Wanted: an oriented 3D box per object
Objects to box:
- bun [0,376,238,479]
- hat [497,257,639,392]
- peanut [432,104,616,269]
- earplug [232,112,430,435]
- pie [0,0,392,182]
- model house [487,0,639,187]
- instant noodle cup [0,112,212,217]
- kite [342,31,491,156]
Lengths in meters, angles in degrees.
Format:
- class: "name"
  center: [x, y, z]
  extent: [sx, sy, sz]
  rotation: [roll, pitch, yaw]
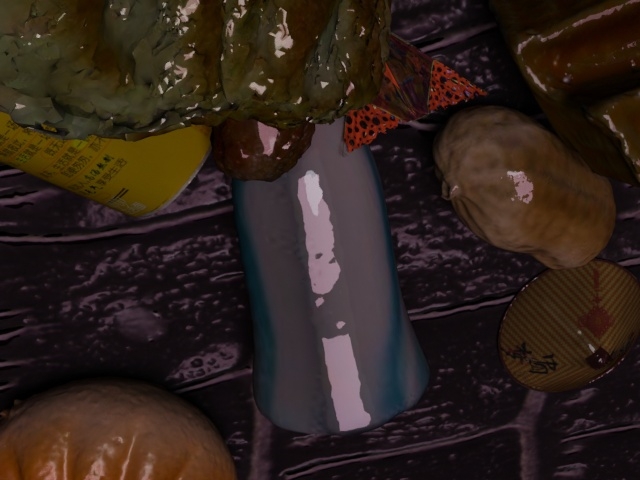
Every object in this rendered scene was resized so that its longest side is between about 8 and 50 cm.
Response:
- class: "bun"
  center: [-0.239, 0.297, 0.817]
  extent: [0.298, 0.165, 0.299]
  rotation: [-5, 115, -10]
- class: "hat"
  center: [0.314, 0.123, 0.891]
  extent: [0.193, 0.082, 0.193]
  rotation: [-5, 118, -9]
- class: "peanut"
  center: [0.209, -0.048, 0.758]
  extent: [0.224, 0.129, 0.129]
  rotation: [26, 108, -20]
- class: "earplug"
  center: [0.000, 0.000, 0.722]
  extent: [0.185, 0.185, 0.324]
  rotation: [-11, 112, -6]
- class: "pie"
  center: [-0.090, -0.240, 0.420]
  extent: [0.180, 0.418, 0.395]
  rotation: [-5, 81, 22]
- class: "model house"
  center: [0.271, -0.162, 0.669]
  extent: [0.239, 0.268, 0.173]
  rotation: [13, 133, -16]
- class: "instant noodle cup"
  center: [-0.205, -0.135, 0.596]
  extent: [0.236, 0.215, 0.215]
  rotation: [32, 106, -32]
- class: "kite"
  center: [0.066, -0.162, 0.704]
  extent: [0.222, 0.008, 0.125]
  rotation: [-26, 87, -38]
